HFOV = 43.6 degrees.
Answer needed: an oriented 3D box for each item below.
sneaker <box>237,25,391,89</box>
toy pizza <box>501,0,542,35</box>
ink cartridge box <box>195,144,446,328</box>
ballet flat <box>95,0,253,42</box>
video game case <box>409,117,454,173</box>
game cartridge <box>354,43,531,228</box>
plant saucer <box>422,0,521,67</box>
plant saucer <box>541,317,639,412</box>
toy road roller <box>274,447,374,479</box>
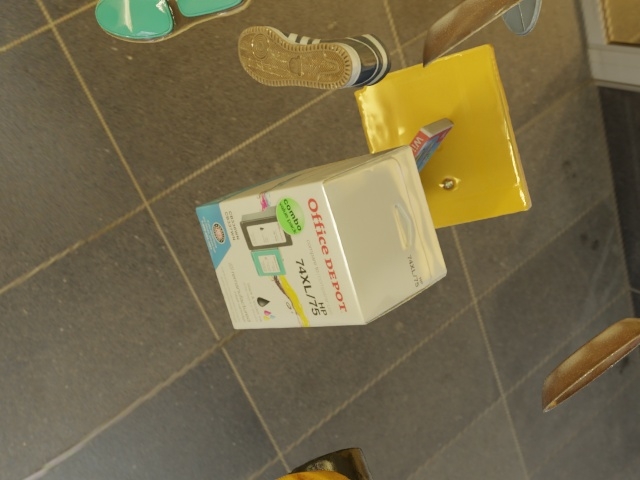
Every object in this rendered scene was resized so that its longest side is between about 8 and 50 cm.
[{"bbox_3d":[-0.007,-0.324,1.413,0.153,0.282,0.099,-20,121,-44],"label":"sneaker"},{"bbox_3d":[0.417,-0.528,1.657,0.032,0.201,0.201,-11,114,-10],"label":"toy pizza"},{"bbox_3d":[0.000,0.000,1.146,0.197,0.270,0.198,-25,101,-44],"label":"ink cartridge box"},{"bbox_3d":[-0.178,-0.304,1.029,0.073,0.232,0.080,-47,131,-60],"label":"ballet flat"},{"bbox_3d":[0.136,-0.096,1.471,0.285,0.025,0.204,-56,171,23],"label":"video game case"},{"bbox_3d":[0.236,-0.188,1.566,0.053,0.285,0.323,-30,107,-63],"label":"game cartridge"},{"bbox_3d":[0.269,-0.358,1.158,0.311,0.310,0.050,-35,95,-20],"label":"plant saucer"},{"bbox_3d":[0.375,0.164,1.100,0.199,0.036,0.198,-30,156,-15],"label":"plant saucer"},{"bbox_3d":[-0.075,0.360,0.841,0.330,0.202,0.241,-33,153,23],"label":"toy road roller"}]
